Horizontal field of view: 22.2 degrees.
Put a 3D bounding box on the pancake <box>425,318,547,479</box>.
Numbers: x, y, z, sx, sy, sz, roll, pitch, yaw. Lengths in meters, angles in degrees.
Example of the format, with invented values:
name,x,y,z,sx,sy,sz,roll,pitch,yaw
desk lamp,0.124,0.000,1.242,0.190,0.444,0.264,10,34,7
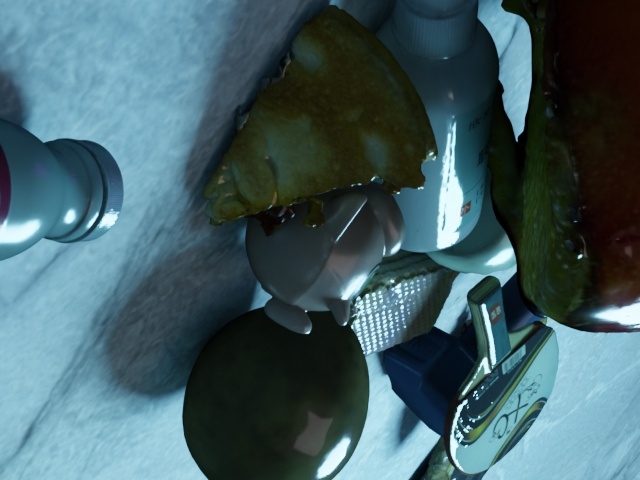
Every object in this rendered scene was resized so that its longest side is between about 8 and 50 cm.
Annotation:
name,x,y,z,sx,sy,sz,roll,pitch,yaw
pancake,0.214,0.201,2.074,0.286,0.033,0.288,-59,164,-13

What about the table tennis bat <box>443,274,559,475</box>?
name,x,y,z,sx,sy,sz,roll,pitch,yaw
table tennis bat,0.184,0.136,1.690,0.173,0.022,0.301,-41,145,-20

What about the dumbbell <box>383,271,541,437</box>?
name,x,y,z,sx,sy,sz,roll,pitch,yaw
dumbbell,0.220,0.076,1.833,0.325,0.144,0.160,-47,157,-12

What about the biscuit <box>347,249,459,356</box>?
name,x,y,z,sx,sy,sz,roll,pitch,yaw
biscuit,0.055,0.055,1.608,0.239,0.062,0.108,-14,135,-56

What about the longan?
name,x,y,z,sx,sy,sz,roll,pitch,yaw
longan,-0.032,0.144,1.448,0.185,0.159,0.204,-58,155,-2

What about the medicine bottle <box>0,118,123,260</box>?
name,x,y,z,sx,sy,sz,roll,pitch,yaw
medicine bottle,-0.206,-0.030,0.966,0.216,0.090,0.090,-3,127,-61

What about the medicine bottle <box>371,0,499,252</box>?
name,x,y,z,sx,sy,sz,roll,pitch,yaw
medicine bottle,0.090,-0.129,1.341,0.110,0.110,0.352,-41,154,-24

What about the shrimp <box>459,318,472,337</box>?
name,x,y,z,sx,sy,sz,roll,pitch,yaw
shrimp,0.193,0.133,2.004,0.124,0.034,0.178,-35,153,-40

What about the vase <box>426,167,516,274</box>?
name,x,y,z,sx,sy,sz,roll,pitch,yaw
vase,0.173,-0.031,1.627,0.128,0.128,0.248,-57,164,12

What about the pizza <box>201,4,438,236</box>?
name,x,y,z,sx,sy,sz,roll,pitch,yaw
pizza,-0.010,-0.071,1.264,0.194,0.154,0.069,-36,180,16

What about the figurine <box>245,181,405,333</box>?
name,x,y,z,sx,sy,sz,roll,pitch,yaw
figurine,0.000,0.000,1.343,0.125,0.125,0.138,-1,124,-61

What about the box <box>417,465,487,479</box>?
name,x,y,z,sx,sy,sz,roll,pitch,yaw
box,0.171,0.347,2.260,0.201,0.042,0.212,-56,156,5

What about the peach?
name,x,y,z,sx,sy,sz,roll,pitch,yaw
peach,0.271,-0.119,1.345,0.417,0.353,0.339,-53,161,-17
